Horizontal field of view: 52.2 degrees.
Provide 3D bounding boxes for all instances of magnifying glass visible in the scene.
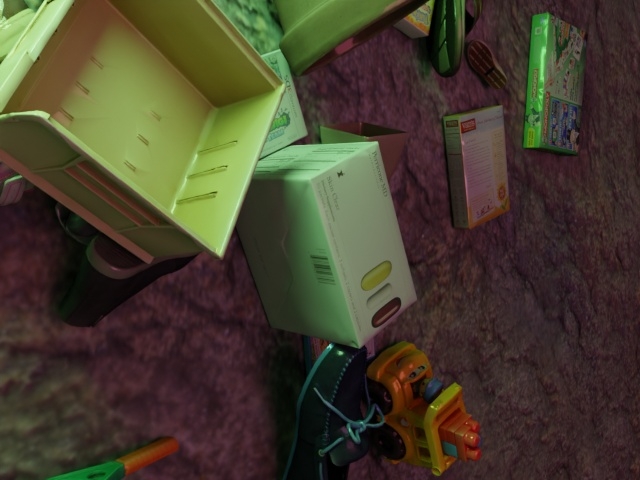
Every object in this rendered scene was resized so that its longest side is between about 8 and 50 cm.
[{"bbox_3d":[-0.279,0.304,0.838,0.231,0.092,0.026,-14,102,-53],"label":"magnifying glass"}]

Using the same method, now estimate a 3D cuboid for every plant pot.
[{"bbox_3d":[0.020,-0.404,0.954,0.263,0.263,0.229,-36,101,-36],"label":"plant pot"},{"bbox_3d":[0.069,-0.143,1.111,0.109,0.109,0.096,-14,118,-43],"label":"plant pot"}]

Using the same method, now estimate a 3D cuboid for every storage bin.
[{"bbox_3d":[-0.193,-0.151,0.721,0.260,0.123,0.262,44,51,-40],"label":"storage bin"}]

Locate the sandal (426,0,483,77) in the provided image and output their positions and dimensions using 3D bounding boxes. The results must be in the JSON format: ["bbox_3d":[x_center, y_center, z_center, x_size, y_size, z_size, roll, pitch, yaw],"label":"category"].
[{"bbox_3d":[0.268,-0.462,1.240,0.086,0.120,0.302,7,89,-17],"label":"sandal"}]

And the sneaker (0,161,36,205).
[{"bbox_3d":[-0.363,-0.076,0.693,0.252,0.103,0.111,-50,124,-27],"label":"sneaker"}]

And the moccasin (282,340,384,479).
[{"bbox_3d":[0.035,0.305,1.040,0.138,0.117,0.341,-24,134,-44],"label":"moccasin"}]

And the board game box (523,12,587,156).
[{"bbox_3d":[0.586,-0.378,1.622,0.214,0.046,0.317,1,94,-43],"label":"board game box"}]

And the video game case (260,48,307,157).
[{"bbox_3d":[-0.095,-0.203,0.997,0.157,0.019,0.143,-32,116,-37],"label":"video game case"}]

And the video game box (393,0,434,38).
[{"bbox_3d":[0.136,-0.492,1.172,0.205,0.048,0.187,15,87,-44],"label":"video game box"}]

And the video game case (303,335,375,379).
[{"bbox_3d":[0.036,0.175,1.169,0.166,0.015,0.119,-14,104,-43],"label":"video game case"}]

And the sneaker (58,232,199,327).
[{"bbox_3d":[-0.244,0.031,0.851,0.083,0.118,0.222,47,25,9],"label":"sneaker"}]

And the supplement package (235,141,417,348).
[{"bbox_3d":[0.000,0.000,0.983,0.145,0.204,0.261,-34,116,-37],"label":"supplement package"}]

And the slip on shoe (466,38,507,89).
[{"bbox_3d":[0.355,-0.382,1.403,0.135,0.051,0.041,37,29,-32],"label":"slip on shoe"}]

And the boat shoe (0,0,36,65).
[{"bbox_3d":[-0.425,-0.170,0.619,0.342,0.123,0.123,-48,117,-35],"label":"boat shoe"}]

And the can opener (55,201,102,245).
[{"bbox_3d":[-0.216,-0.104,0.837,0.283,0.095,0.076,-53,127,-27],"label":"can opener"}]

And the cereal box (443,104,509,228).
[{"bbox_3d":[0.340,-0.161,1.404,0.173,0.047,0.240,-20,108,-41],"label":"cereal box"}]

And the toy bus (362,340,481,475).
[{"bbox_3d":[0.204,0.319,1.213,0.149,0.212,0.220,-27,111,-38],"label":"toy bus"}]
